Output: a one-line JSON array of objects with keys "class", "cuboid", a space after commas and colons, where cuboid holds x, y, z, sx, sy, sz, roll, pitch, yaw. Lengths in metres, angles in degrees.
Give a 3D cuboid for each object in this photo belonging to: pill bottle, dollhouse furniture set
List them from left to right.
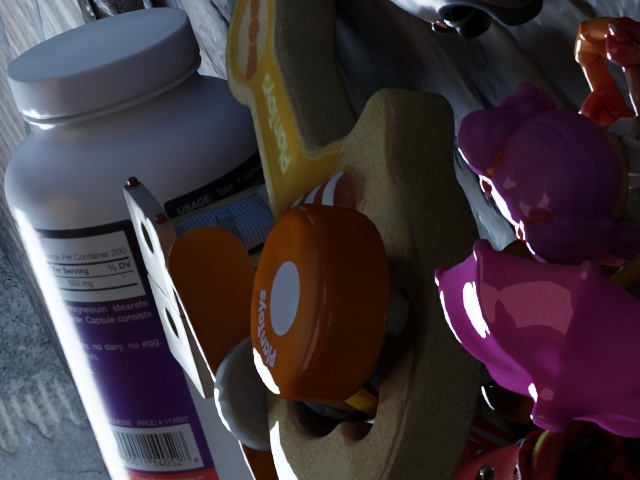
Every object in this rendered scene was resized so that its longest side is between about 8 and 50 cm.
[{"class": "pill bottle", "cuboid": [-0.100, 0.014, 1.193, 0.181, 0.181, 0.323, 35, 145, 63]}, {"class": "dollhouse furniture set", "cuboid": [-0.013, 0.031, 1.015, 0.184, 0.129, 0.129, 47, 155, 55]}]

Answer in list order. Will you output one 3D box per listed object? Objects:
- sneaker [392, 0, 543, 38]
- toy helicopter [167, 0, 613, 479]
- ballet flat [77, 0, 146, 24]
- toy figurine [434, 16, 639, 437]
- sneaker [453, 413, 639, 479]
[{"class": "sneaker", "cuboid": [0.044, -0.113, 0.747, 0.065, 0.061, 0.158, 65, 167, -18]}, {"class": "toy helicopter", "cuboid": [0.000, 0.000, 0.877, 0.355, 0.140, 0.235, -105, 30, -42]}, {"class": "ballet flat", "cuboid": [-0.158, -0.201, 1.337, 0.084, 0.058, 0.250, 26, 132, 63]}, {"class": "toy figurine", "cuboid": [0.102, -0.019, 0.485, 0.173, 0.159, 0.130, 62, 164, 21]}, {"class": "sneaker", "cuboid": [0.113, 0.127, 0.843, 0.279, 0.107, 0.118, 38, 129, 56]}]
